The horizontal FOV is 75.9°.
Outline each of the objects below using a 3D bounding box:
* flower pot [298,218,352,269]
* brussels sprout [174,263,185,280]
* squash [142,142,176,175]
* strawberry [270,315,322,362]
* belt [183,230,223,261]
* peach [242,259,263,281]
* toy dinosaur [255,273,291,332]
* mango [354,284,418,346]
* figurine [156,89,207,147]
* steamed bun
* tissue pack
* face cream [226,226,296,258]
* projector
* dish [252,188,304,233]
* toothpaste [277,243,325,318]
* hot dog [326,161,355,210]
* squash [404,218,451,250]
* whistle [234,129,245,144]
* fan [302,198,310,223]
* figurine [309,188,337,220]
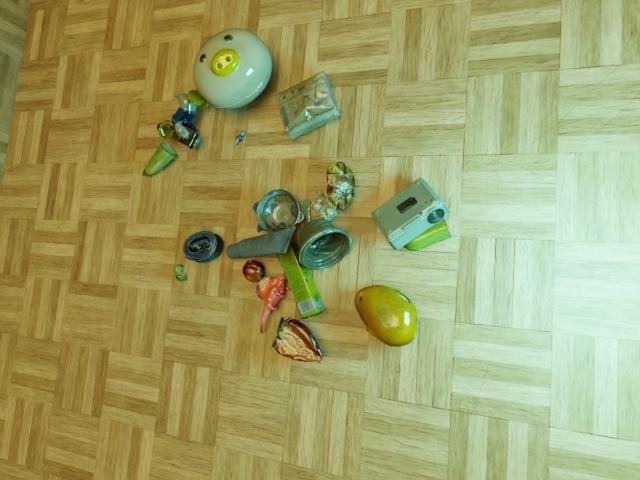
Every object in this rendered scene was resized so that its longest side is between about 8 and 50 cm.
[{"bbox_3d":[0.000,0.000,1.714,0.236,0.235,0.140,-36,51,11],"label":"flower pot"},{"bbox_3d":[-0.687,0.160,2.003,0.051,0.046,0.083,-31,65,17],"label":"brussels sprout"},{"bbox_3d":[-0.845,-0.401,2.112,0.224,0.094,0.094,-38,73,19],"label":"squash"},{"bbox_3d":[-0.081,0.418,1.735,0.228,0.098,0.174,13,89,16],"label":"strawberry"},{"bbox_3d":[-0.563,0.031,1.953,0.191,0.082,0.141,-15,73,15],"label":"belt"},{"bbox_3d":[-0.306,0.138,1.848,0.101,0.101,0.100,-2,82,18],"label":"peach"},{"bbox_3d":[-0.241,0.256,1.810,0.139,0.070,0.286,33,95,8],"label":"toy dinosaur"},{"bbox_3d":[0.258,0.278,1.612,0.290,0.160,0.190,36,102,29],"label":"mango"},{"bbox_3d":[-0.682,-0.583,2.056,0.339,0.205,0.283,-12,86,29],"label":"figurine"},{"bbox_3d":[-0.404,-0.784,1.885,0.374,0.334,0.333,-34,74,6],"label":"steamed bun"},{"bbox_3d":[-0.063,-0.607,1.844,0.257,0.123,0.214,-20,75,15],"label":"tissue pack"},{"bbox_3d":[-0.267,0.024,1.791,0.386,0.086,0.135,-11,46,39],"label":"face cream"},{"bbox_3d":[0.346,-0.108,1.615,0.257,0.099,0.191,-36,45,11],"label":"projector"},{"bbox_3d":[-0.183,-0.111,1.841,0.236,0.086,0.227,39,97,19],"label":"dish"},{"bbox_3d":[-0.085,0.173,1.758,0.077,0.110,0.327,-27,75,16],"label":"toothpaste"},{"bbox_3d":[0.088,-0.229,1.737,0.103,0.146,0.212,-11,83,44],"label":"hot dog"},{"bbox_3d":[0.415,-0.018,1.627,0.188,0.095,0.095,-23,76,19],"label":"squash"},{"bbox_3d":[-0.393,-0.501,1.992,0.083,0.029,0.033,-53,34,1],"label":"whistle"},{"bbox_3d":[-0.054,-0.092,1.832,0.038,0.016,0.192,-10,79,20],"label":"fan"},{"bbox_3d":[0.005,-0.159,1.776,0.081,0.098,0.146,-42,73,23],"label":"figurine"}]
